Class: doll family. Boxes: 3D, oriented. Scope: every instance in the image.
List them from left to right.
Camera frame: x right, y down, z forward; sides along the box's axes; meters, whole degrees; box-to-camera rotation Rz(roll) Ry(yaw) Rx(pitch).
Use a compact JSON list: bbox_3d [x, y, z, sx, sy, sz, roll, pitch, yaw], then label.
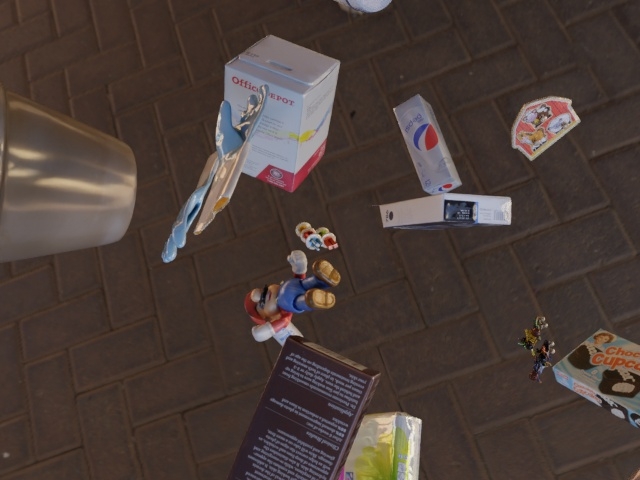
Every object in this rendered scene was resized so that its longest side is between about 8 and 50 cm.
[{"bbox_3d":[0.619,0.314,1.620,0.076,0.111,0.192,-21,94,34],"label":"doll family"}]

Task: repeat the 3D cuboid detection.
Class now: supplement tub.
[{"bbox_3d":[-0.108,0.281,1.734,0.071,0.107,0.071,-30,28,18],"label":"supplement tub"}]

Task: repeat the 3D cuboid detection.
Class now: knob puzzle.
[{"bbox_3d":[0.616,-0.319,1.577,0.213,0.213,0.030,-20,47,1],"label":"knob puzzle"}]

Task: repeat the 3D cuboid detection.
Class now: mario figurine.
[{"bbox_3d":[-0.105,0.147,1.502,0.198,0.321,0.170,-34,95,-44],"label":"mario figurine"}]

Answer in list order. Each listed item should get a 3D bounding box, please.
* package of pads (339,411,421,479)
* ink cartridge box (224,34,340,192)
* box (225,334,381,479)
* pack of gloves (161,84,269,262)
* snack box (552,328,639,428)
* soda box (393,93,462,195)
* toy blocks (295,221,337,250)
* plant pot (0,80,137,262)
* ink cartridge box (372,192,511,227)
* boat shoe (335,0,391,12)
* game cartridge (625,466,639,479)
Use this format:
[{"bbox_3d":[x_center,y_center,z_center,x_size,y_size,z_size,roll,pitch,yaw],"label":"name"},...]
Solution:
[{"bbox_3d":[0.154,0.605,1.593,0.101,0.297,0.229,24,60,-28],"label":"package of pads"},{"bbox_3d":[-0.062,-0.193,0.861,0.128,0.176,0.127,25,47,12],"label":"ink cartridge box"},{"bbox_3d":[-0.042,0.398,1.103,0.191,0.143,0.381,23,85,15],"label":"box"},{"bbox_3d":[-0.144,-0.092,0.707,0.046,0.195,0.232,32,46,-21],"label":"pack of gloves"},{"bbox_3d":[0.765,0.345,1.394,0.187,0.060,0.322,-32,25,-15],"label":"snack box"},{"bbox_3d":[0.312,-0.277,1.662,0.091,0.098,0.286,-26,68,26],"label":"soda box"},{"bbox_3d":[0.000,0.000,1.769,0.054,0.123,0.148,-68,28,14],"label":"toy blocks"},{"bbox_3d":[-0.485,-0.102,0.978,0.281,0.323,0.323,4,62,-37],"label":"plant pot"},{"bbox_3d":[0.257,-0.059,1.282,0.166,0.333,0.065,1,90,-19],"label":"ink cartridge box"},{"bbox_3d":[0.041,-0.390,0.606,0.096,0.267,0.088,-28,41,-30],"label":"boat shoe"},{"bbox_3d":[0.609,0.345,0.810,0.068,0.230,0.355,35,101,-20],"label":"game cartridge"}]
